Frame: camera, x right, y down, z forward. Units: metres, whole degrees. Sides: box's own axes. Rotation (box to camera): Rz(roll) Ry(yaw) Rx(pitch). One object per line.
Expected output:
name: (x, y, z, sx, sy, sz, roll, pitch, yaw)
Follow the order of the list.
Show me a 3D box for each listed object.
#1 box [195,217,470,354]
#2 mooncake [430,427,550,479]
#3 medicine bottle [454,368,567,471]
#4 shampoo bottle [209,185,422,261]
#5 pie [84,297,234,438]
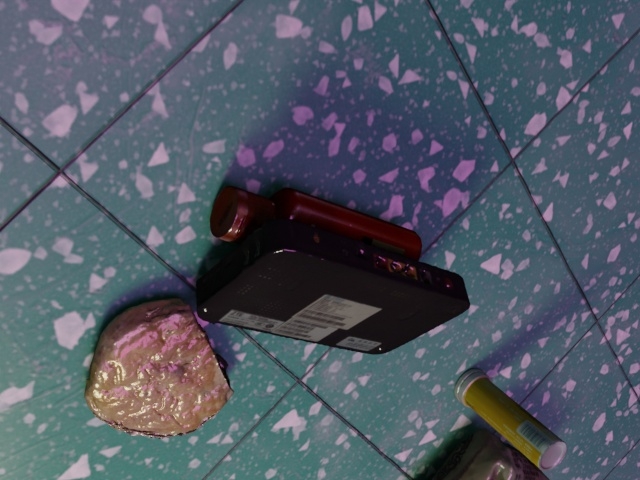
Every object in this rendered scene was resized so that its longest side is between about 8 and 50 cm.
box: (0.023, 0.077, 0.926, 0.350, 0.058, 0.211, 17, 143, -34)
mooncake: (0.306, 0.500, 1.317, 0.250, 0.136, 0.254, -45, 132, -3)
medicine bottle: (0.332, 0.315, 1.193, 0.073, 0.218, 0.074, -12, 118, -25)
shampoo bottle: (0.001, 0.001, 0.934, 0.314, 0.076, 0.118, 18, 118, -36)
pie: (-0.220, 0.183, 0.904, 0.185, 0.052, 0.218, -30, 126, -18)
